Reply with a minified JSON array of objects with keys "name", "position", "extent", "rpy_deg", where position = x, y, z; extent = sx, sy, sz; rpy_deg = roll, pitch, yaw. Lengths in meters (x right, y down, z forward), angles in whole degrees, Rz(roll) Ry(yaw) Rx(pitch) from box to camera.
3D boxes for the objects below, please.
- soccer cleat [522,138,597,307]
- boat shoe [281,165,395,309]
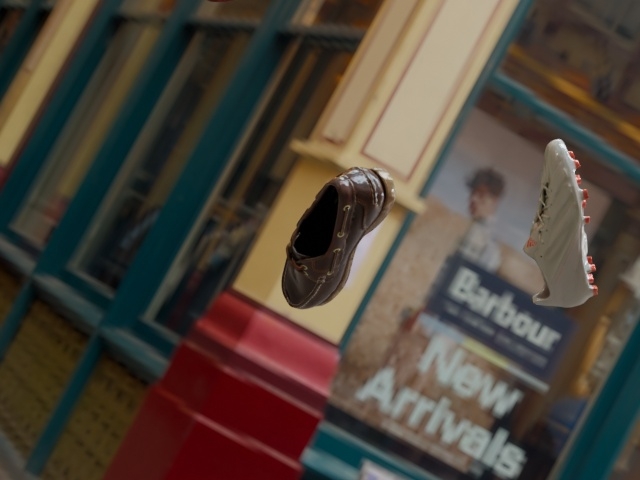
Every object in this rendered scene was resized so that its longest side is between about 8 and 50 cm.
[{"name":"soccer cleat","position":[0.260,-0.015,1.643],"extent":[0.076,0.196,0.068],"rpy_deg":[-9,19,3]},{"name":"boat shoe","position":[0.000,0.000,1.505],"extent":[0.073,0.207,0.073],"rpy_deg":[-16,58,-38]}]
